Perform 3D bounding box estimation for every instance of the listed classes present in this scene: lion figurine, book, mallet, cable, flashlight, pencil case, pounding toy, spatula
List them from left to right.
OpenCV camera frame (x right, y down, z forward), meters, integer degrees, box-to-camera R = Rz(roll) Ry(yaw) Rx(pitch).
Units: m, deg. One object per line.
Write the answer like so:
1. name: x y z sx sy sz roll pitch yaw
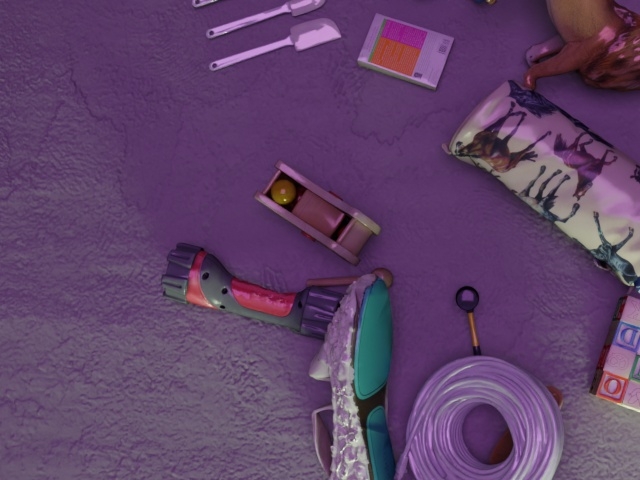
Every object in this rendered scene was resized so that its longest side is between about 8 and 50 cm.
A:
1. flashlight: -0.112 0.086 1.822 0.304 0.103 0.103 13 80 9
2. spatula: -0.100 -0.403 1.911 0.242 0.019 0.168 -17 88 6
3. pounding toy: 0.000 0.000 1.789 0.270 0.154 0.154 34 89 9
4. book: 0.148 -0.329 1.865 0.144 0.035 0.096 20 84 8
5. mallet: 0.257 0.168 1.788 0.039 0.062 0.189 -10 84 8
6. cable: 0.262 0.314 1.719 0.257 0.089 0.257 12 88 30
7. pencil case: 0.402 -0.092 1.746 0.410 0.160 0.183 38 117 9
8. lion figurine: 0.410 -0.391 1.731 0.240 0.142 0.392 -18 119 29

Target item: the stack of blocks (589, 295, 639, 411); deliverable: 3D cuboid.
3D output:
1. stack of blocks: 0.605 0.217 1.729 0.297 0.087 0.171 18 87 8

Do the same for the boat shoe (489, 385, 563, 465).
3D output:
1. boat shoe: 0.341 0.312 1.767 0.063 0.059 0.170 40 96 30

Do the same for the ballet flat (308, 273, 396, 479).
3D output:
1. ballet flat: 0.042 0.259 1.750 0.147 0.147 0.408 -2 96 7
